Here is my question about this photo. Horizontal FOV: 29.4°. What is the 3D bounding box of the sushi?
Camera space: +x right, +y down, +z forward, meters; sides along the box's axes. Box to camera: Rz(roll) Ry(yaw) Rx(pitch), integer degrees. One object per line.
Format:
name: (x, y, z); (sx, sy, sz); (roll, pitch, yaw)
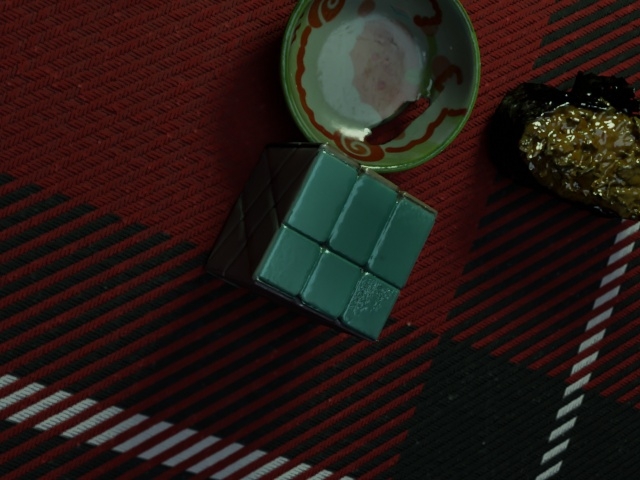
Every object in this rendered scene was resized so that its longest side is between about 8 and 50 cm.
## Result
sushi: (0.460, -0.162, 2.044); (0.349, 0.207, 0.234); (14, 95, -22)

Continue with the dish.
dish: (0.077, -0.267, 1.896); (0.324, 0.124, 0.324); (-2, 95, -17)

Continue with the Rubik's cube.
Rubik's cube: (0.000, 0.000, 1.834); (0.225, 0.221, 0.231); (30, 82, -24)
